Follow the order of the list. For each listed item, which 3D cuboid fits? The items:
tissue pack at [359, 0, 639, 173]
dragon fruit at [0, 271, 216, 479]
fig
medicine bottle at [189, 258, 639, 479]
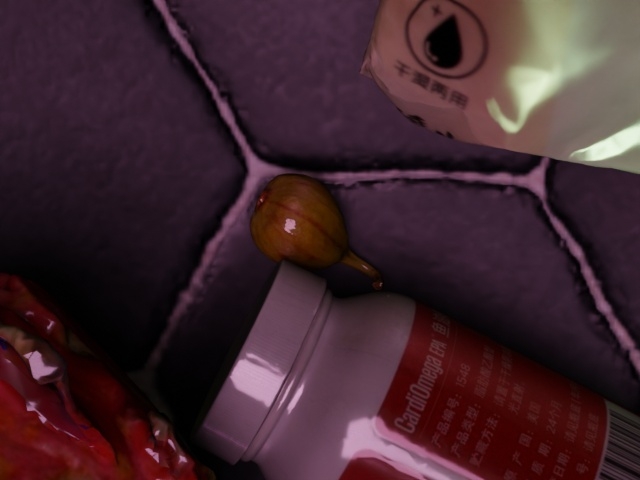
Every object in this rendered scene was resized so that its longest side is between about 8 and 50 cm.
[{"bbox_3d":[0.237,-0.169,0.588,0.376,0.195,0.390,14,128,-2],"label":"tissue pack"},{"bbox_3d":[-0.164,0.163,0.697,0.386,0.371,0.249,48,65,-13],"label":"dragon fruit"},{"bbox_3d":[0.000,0.000,0.763,0.083,0.050,0.050,36,106,-17],"label":"fig"},{"bbox_3d":[0.067,0.112,0.736,0.250,0.131,0.131,27,106,-3],"label":"medicine bottle"}]
